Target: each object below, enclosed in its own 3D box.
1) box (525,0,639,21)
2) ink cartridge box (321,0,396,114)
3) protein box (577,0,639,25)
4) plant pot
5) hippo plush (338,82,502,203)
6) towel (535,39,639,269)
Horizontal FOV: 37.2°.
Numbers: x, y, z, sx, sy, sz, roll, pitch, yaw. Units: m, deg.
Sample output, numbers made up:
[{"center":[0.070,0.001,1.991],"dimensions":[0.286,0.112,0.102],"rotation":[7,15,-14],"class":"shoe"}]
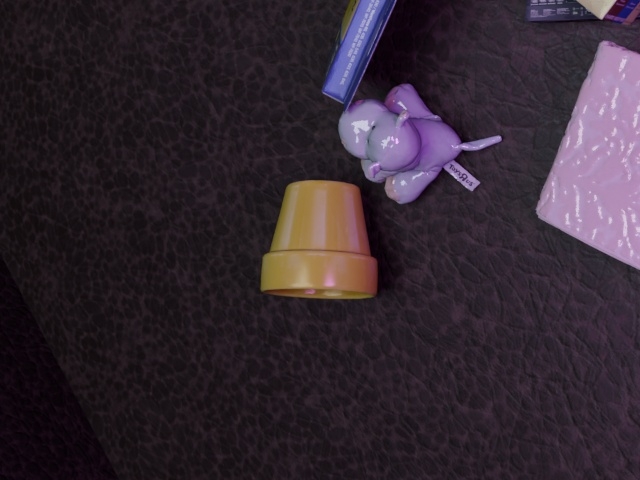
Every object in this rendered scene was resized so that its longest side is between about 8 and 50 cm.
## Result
[{"center":[0.491,-0.492,1.728],"dimensions":[0.233,0.059,0.183],"rotation":[6,101,36],"class":"box"},{"center":[0.084,-0.440,1.906],"dimensions":[0.072,0.307,0.303],"rotation":[22,114,-6],"class":"ink cartridge box"},{"center":[0.489,-0.506,1.604],"dimensions":[0.200,0.136,0.201],"rotation":[47,121,23],"class":"protein box"},{"center":[0.000,0.000,2.072],"dimensions":[0.254,0.254,0.239],"rotation":[-4,81,37],"class":"plant pot"},{"center":[0.150,-0.174,1.922],"dimensions":[0.294,0.236,0.234],"rotation":[37,117,26],"class":"hippo plush"},{"center":[0.540,-0.131,1.589],"dimensions":[0.317,0.053,0.331],"rotation":[34,114,40],"class":"towel"}]
